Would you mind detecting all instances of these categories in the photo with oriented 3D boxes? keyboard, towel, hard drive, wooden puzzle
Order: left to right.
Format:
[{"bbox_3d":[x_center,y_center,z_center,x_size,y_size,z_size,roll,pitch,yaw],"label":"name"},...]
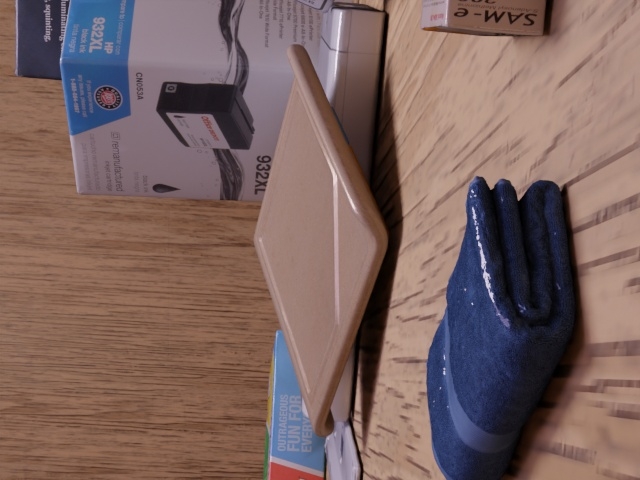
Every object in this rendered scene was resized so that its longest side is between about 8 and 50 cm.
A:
[{"bbox_3d":[0.000,0.000,0.873,0.221,0.044,0.239,-110,23,-44],"label":"wooden puzzle"},{"bbox_3d":[0.014,-0.040,1.036,0.233,0.047,0.353,-101,15,-76],"label":"hard drive"},{"bbox_3d":[0.021,0.194,0.992,0.256,0.014,0.072,-113,32,-82],"label":"keyboard"},{"bbox_3d":[0.056,0.037,0.377,0.119,0.029,0.067,99,173,-54],"label":"towel"}]

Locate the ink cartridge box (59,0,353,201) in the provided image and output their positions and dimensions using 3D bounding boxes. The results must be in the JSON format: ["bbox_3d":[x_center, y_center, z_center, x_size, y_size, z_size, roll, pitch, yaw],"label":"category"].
[{"bbox_3d":[-0.120,-0.158,1.235,0.223,0.307,0.129,98,172,-52],"label":"ink cartridge box"}]

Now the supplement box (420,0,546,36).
[{"bbox_3d":[0.061,-0.124,0.396,0.062,0.036,0.099,-105,19,-79],"label":"supplement box"}]

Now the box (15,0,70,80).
[{"bbox_3d":[-0.162,-0.349,1.371,0.212,0.395,0.294,-93,8,-71],"label":"box"}]

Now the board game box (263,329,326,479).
[{"bbox_3d":[-0.036,0.260,1.393,0.316,0.064,0.242,104,169,-73],"label":"board game box"}]

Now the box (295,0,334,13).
[{"bbox_3d":[-0.033,-0.269,0.791,0.290,0.169,0.087,154,137,-82],"label":"box"}]
